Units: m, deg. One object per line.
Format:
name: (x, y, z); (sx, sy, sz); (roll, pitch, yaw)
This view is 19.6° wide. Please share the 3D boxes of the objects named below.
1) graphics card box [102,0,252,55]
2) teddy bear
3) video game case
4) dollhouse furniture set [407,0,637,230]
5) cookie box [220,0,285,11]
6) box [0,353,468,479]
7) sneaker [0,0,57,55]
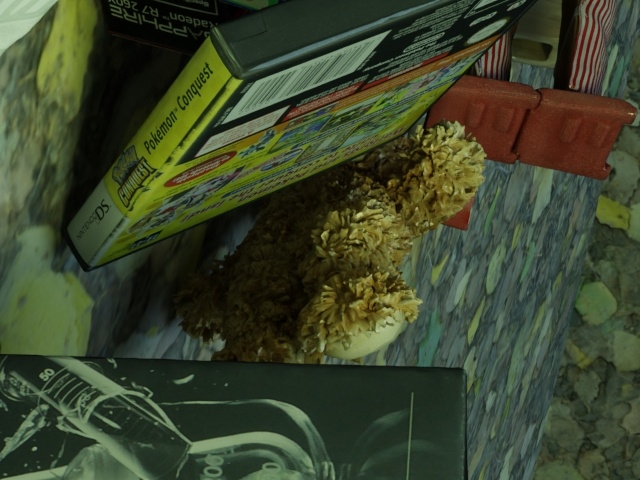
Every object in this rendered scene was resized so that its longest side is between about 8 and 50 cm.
graphics card box: (-0.056, -0.303, 0.998); (0.371, 0.094, 0.233); (83, 29, -52)
teddy bear: (0.000, 0.000, 1.318); (0.245, 0.113, 0.338); (-31, -159, 42)
video game case: (0.002, -0.090, 1.105); (0.275, 0.035, 0.248); (-25, 168, -35)
dollhouse furniture set: (0.163, -0.124, 1.574); (0.374, 0.152, 0.201); (101, -1, -68)
cookie box: (-0.013, -0.187, 1.016); (0.092, 0.040, 0.107); (-43, 146, -57)
box: (-0.086, 0.244, 0.913); (0.179, 0.312, 0.343); (83, 10, -53)
sneaker: (-0.169, -0.120, 0.823); (0.292, 0.110, 0.118); (-43, 155, -45)
